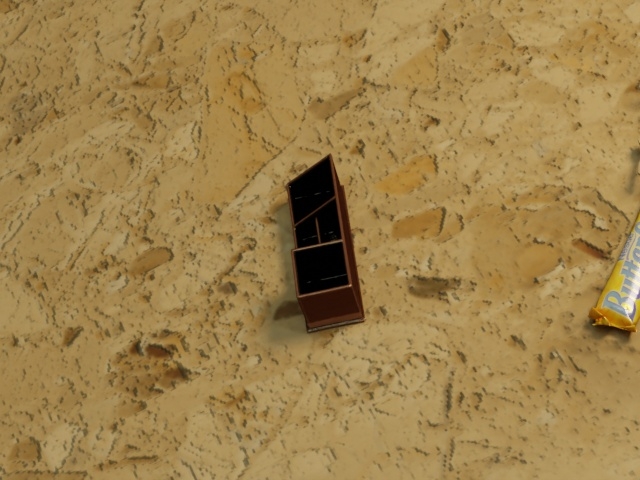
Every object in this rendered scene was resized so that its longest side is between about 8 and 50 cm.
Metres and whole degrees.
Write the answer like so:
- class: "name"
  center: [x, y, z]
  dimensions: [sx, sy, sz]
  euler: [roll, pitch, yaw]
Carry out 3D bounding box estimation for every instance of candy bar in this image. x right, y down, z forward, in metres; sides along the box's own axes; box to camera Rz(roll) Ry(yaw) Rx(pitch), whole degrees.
- class: "candy bar"
  center: [0.246, 0.003, 1.091]
  dimensions: [0.040, 0.018, 0.161]
  euler: [18, 62, 23]

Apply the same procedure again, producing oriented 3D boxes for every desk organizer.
- class: "desk organizer"
  center: [0.000, 0.000, 1.128]
  dimensions: [0.047, 0.050, 0.130]
  euler: [-12, 55, 5]

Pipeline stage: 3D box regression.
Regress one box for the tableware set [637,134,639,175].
- class: "tableware set"
  center: [0.306, -0.106, 1.134]
  dimensions: [0.104, 0.024, 0.154]
  euler: [7, 52, 17]
